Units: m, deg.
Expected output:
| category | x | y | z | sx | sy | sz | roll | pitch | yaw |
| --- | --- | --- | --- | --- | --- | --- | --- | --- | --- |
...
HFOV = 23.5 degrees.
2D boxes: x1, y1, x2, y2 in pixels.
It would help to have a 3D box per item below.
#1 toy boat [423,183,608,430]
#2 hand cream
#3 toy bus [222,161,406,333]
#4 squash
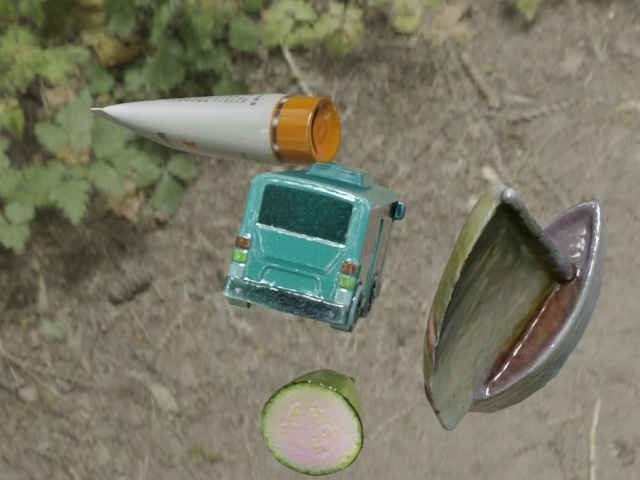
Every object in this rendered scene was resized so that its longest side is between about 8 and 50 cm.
| category | x | y | z | sx | sy | sz | roll | pitch | yaw |
| --- | --- | --- | --- | --- | --- | --- | --- | --- | --- |
| toy boat | 0.182 | 0.069 | 1.599 | 0.111 | 0.293 | 0.276 | 34 | 105 | 34 |
| hand cream | -0.132 | -0.146 | 1.933 | 0.314 | 0.140 | 0.089 | 6 | 82 | 32 |
| toy bus | 0.000 | 0.000 | 1.490 | 0.128 | 0.256 | 0.147 | 14 | 96 | 8 |
| squash | 0.008 | 0.161 | 1.544 | 0.105 | 0.105 | 0.132 | 18 | 24 | 9 |
